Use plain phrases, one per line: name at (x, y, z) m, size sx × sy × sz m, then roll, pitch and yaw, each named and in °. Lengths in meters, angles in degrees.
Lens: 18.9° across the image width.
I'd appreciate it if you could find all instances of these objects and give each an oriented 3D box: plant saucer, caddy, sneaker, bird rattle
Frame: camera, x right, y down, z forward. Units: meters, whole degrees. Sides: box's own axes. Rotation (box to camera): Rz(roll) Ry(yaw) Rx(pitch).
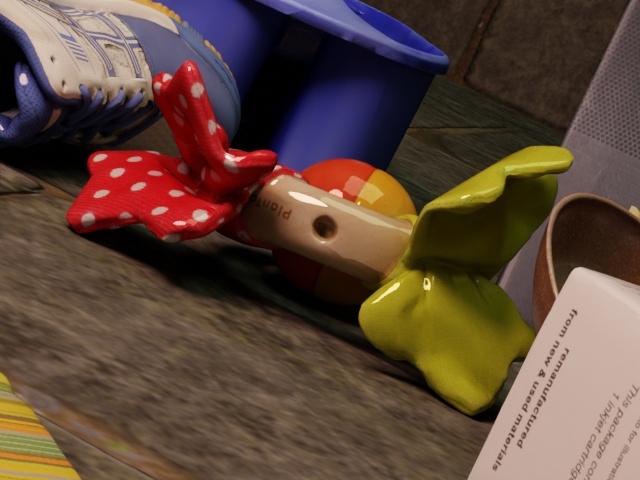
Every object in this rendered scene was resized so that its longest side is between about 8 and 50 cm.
plant saucer at (0.163, 0.070, 0.948) m, size 0.198 × 0.036 × 0.198 m, roll 37°, pitch 32°, yaw -29°
caddy at (-0.040, -0.158, 1.441) m, size 0.241 × 0.179 × 0.341 m, roll 23°, pitch 10°, yaw -16°
sneaker at (-0.161, -0.088, 1.090) m, size 0.296 × 0.112 × 0.131 m, roll 25°, pitch 35°, yaw -39°
bird rattle at (0.000, 0.000, 1.022) m, size 0.253 × 0.143 × 0.207 m, roll 13°, pitch -3°, yaw 6°

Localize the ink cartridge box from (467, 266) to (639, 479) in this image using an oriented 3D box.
ink cartridge box at (0.219, 0.134, 0.720) m, size 0.201 × 0.117 × 0.278 m, roll 18°, pitch 13°, yaw -35°

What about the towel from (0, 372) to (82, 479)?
towel at (-0.097, 0.086, 0.511) m, size 0.102 × 0.021 × 0.237 m, roll 12°, pitch 16°, yaw -32°

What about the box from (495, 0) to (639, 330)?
box at (0.226, -0.014, 1.168) m, size 0.183 × 0.232 × 0.059 m, roll 26°, pitch 4°, yaw 4°
